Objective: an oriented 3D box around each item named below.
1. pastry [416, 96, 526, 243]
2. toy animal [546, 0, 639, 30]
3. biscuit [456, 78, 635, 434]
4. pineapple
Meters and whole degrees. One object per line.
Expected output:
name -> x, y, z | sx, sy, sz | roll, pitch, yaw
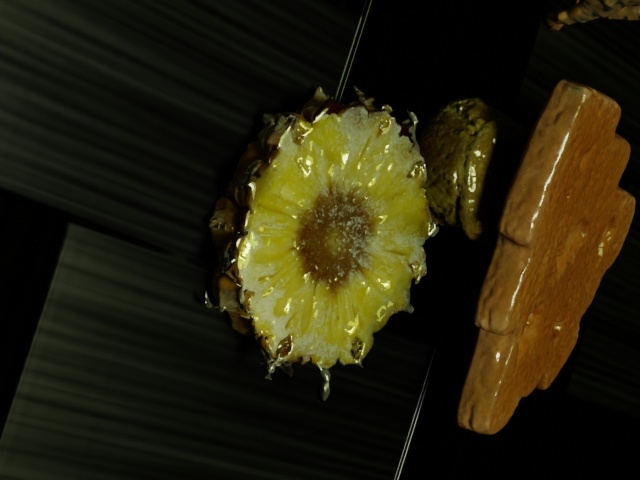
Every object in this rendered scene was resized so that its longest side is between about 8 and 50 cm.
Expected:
pastry -> 0.114, -0.053, 1.261 | 0.097, 0.057, 0.109 | -28, 123, -47
toy animal -> 0.214, -0.213, 1.280 | 0.255, 0.116, 0.114 | -11, 107, -46
biscuit -> 0.179, -0.007, 1.302 | 0.284, 0.043, 0.306 | -49, 150, -37
pineapple -> 0.000, 0.000, 1.160 | 0.221, 0.047, 0.221 | -13, 109, -42
